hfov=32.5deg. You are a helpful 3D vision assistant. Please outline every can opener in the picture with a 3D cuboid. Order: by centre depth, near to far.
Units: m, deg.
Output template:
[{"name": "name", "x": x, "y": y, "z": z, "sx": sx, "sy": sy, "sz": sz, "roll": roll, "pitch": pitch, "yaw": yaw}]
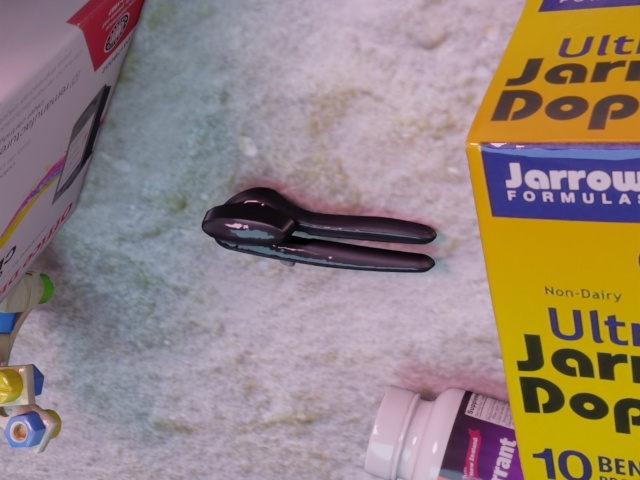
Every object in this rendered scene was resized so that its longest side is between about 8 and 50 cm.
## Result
[{"name": "can opener", "x": 0.000, "y": 0.000, "z": 0.873, "sx": 0.186, "sy": 0.073, "sz": 0.059, "roll": 10, "pitch": 125, "yaw": 5}]

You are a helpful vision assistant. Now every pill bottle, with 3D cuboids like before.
[{"name": "pill bottle", "x": 0.141, "y": 0.189, "z": 0.934, "sx": 0.193, "sy": 0.108, "sz": 0.108, "roll": 15, "pitch": 133, "yaw": 13}]

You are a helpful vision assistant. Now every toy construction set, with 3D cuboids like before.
[{"name": "toy construction set", "x": -0.391, "y": 0.073, "z": 1.012, "sx": 0.327, "sy": 0.151, "sz": 0.215, "roll": 5, "pitch": 92, "yaw": 6}]

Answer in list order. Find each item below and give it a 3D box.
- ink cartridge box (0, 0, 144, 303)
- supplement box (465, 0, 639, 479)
[{"name": "ink cartridge box", "x": -0.254, "y": -0.080, "z": 0.804, "sx": 0.131, "sy": 0.226, "sz": 0.306, "roll": 29, "pitch": 136, "yaw": 0}, {"name": "supplement box", "x": 0.230, "y": 0.032, "z": 0.694, "sx": 0.194, "sy": 0.195, "sz": 0.357, "roll": 2, "pitch": 129, "yaw": 24}]
